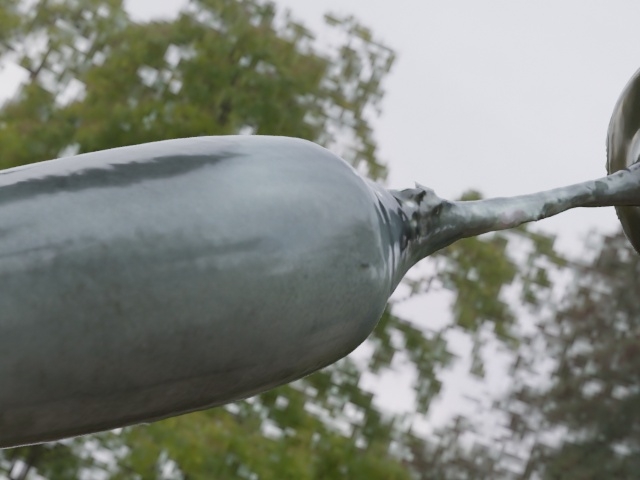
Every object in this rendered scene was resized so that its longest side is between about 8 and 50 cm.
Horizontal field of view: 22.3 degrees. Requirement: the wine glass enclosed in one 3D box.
[{"bbox_3d":[0.000,0.000,0.385,0.262,0.074,0.074,-12,-7,-34],"label":"wine glass"}]
